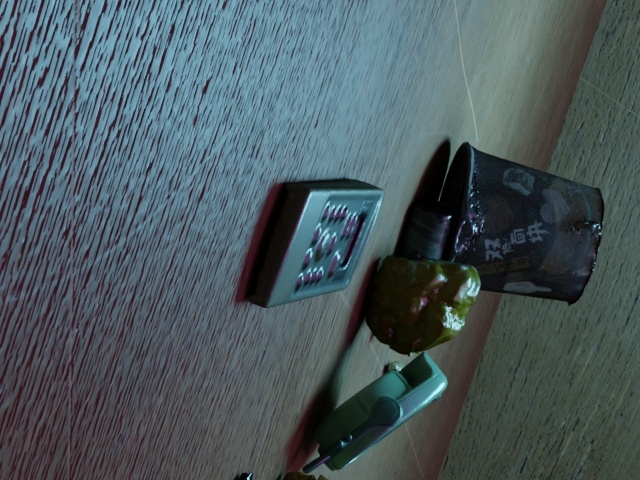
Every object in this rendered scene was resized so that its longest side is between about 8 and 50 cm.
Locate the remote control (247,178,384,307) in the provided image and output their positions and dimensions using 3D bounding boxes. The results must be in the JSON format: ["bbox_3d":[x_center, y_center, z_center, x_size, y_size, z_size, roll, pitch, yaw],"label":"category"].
[{"bbox_3d":[0.000,0.000,1.405,0.285,0.038,0.123,-5,116,-76],"label":"remote control"}]

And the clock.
[{"bbox_3d":[0.059,0.227,1.817,0.211,0.066,0.159,-26,166,-50],"label":"clock"}]

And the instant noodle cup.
[{"bbox_3d":[0.276,-0.014,2.032,0.217,0.207,0.217,-167,-90,-85],"label":"instant noodle cup"}]

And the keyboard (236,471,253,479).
[{"bbox_3d":[-0.121,0.322,1.446,0.231,0.023,0.072,-52,152,-54],"label":"keyboard"}]

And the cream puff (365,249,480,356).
[{"bbox_3d":[0.135,0.084,1.870,0.156,0.121,0.156,-39,144,-36],"label":"cream puff"}]

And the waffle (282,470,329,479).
[{"bbox_3d":[-0.074,0.445,1.670,0.327,0.098,0.224,-57,164,-50],"label":"waffle"}]

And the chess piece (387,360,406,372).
[{"bbox_3d":[0.119,0.205,2.240,0.092,0.035,0.035,47,64,-72],"label":"chess piece"}]

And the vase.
[{"bbox_3d":[0.130,0.048,1.970,0.060,0.060,0.211,-43,151,-63],"label":"vase"}]
